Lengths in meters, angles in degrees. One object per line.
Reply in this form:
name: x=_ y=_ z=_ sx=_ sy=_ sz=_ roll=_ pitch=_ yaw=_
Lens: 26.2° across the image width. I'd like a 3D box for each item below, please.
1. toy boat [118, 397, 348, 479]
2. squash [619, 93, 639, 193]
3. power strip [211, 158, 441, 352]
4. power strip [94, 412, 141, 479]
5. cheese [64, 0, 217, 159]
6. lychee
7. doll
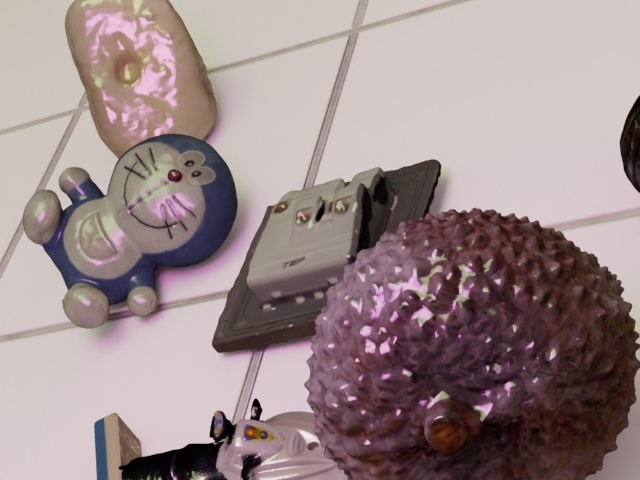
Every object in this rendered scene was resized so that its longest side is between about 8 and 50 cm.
toy boat: x=-0.096 y=0.234 z=1.361 sx=0.269 sy=0.141 sz=0.141 roll=-30 pitch=33 yaw=29
squash: x=0.395 y=-0.101 z=1.358 sx=0.193 sy=0.156 sz=0.193 roll=-2 pitch=48 yaw=2
power strip: x=-0.001 y=0.000 z=1.592 sx=0.257 sy=0.092 sz=0.251 roll=-14 pitch=43 yaw=30
power strip: x=-0.218 y=0.248 z=1.496 sx=0.032 sy=0.056 sz=0.123 roll=-26 pitch=37 yaw=9
cheese: x=-0.244 y=-0.215 z=1.994 sx=0.173 sy=0.251 sz=0.248 roll=-19 pitch=72 yaw=-2
lychee: x=0.128 y=0.103 z=1.212 sx=0.300 sy=0.300 sz=0.300 roll=-21 pitch=37 yaw=17
doll: x=-0.227 y=-0.022 z=1.744 sx=0.258 sy=0.154 sz=0.228 roll=-36 pitch=68 yaw=9
